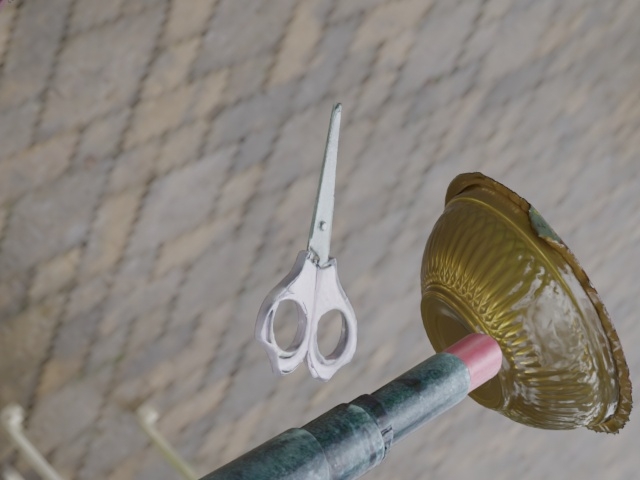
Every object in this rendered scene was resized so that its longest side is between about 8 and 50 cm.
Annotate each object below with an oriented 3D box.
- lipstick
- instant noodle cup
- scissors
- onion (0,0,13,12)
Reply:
[{"bbox_3d":[0.023,0.108,1.119,0.234,0.053,0.053,-30,156,-39],"label":"lipstick"},{"bbox_3d":[0.160,0.078,1.718,0.090,0.274,0.274,-31,157,-18],"label":"instant noodle cup"},{"bbox_3d":[0.000,0.000,1.297,0.100,0.015,0.189,12,86,-50],"label":"scissors"},{"bbox_3d":[-0.191,-0.164,0.844,0.135,0.198,0.173,13,158,-18],"label":"onion"}]
